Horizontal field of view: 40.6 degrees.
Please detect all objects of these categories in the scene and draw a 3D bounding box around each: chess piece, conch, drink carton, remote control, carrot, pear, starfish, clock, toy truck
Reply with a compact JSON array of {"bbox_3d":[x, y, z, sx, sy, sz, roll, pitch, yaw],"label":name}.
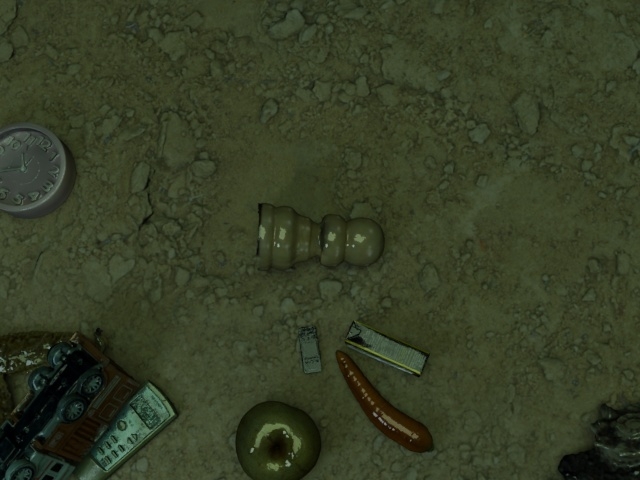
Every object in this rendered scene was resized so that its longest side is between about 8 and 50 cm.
[{"bbox_3d":[0.000,0.000,1.749,0.261,0.143,0.142,4,78,-2],"label":"chess piece"},{"bbox_3d":[0.578,0.418,1.623,0.313,0.186,0.240,-40,51,12],"label":"conch"},{"bbox_3d":[0.131,0.217,1.727,0.166,0.071,0.056,23,77,8],"label":"drink carton"},{"bbox_3d":[-0.399,0.388,1.727,0.233,0.038,0.098,-41,80,-7],"label":"remote control"},{"bbox_3d":[0.115,0.328,1.713,0.271,0.062,0.066,39,115,13],"label":"carrot"},{"bbox_3d":[-0.021,0.222,1.760,0.039,0.014,0.096,-8,77,0],"label":"remote control"},{"bbox_3d":[-0.081,0.391,1.665,0.167,0.136,0.167,0,81,0],"label":"pear"},{"bbox_3d":[-0.667,0.308,1.736,0.432,0.082,0.323,9,75,1],"label":"starfish"},{"bbox_3d":[-0.625,-0.149,1.834,0.197,0.068,0.196,0,77,2],"label":"clock"},{"bbox_3d":[-0.494,0.344,1.653,0.136,0.162,0.305,29,78,38],"label":"toy truck"}]
